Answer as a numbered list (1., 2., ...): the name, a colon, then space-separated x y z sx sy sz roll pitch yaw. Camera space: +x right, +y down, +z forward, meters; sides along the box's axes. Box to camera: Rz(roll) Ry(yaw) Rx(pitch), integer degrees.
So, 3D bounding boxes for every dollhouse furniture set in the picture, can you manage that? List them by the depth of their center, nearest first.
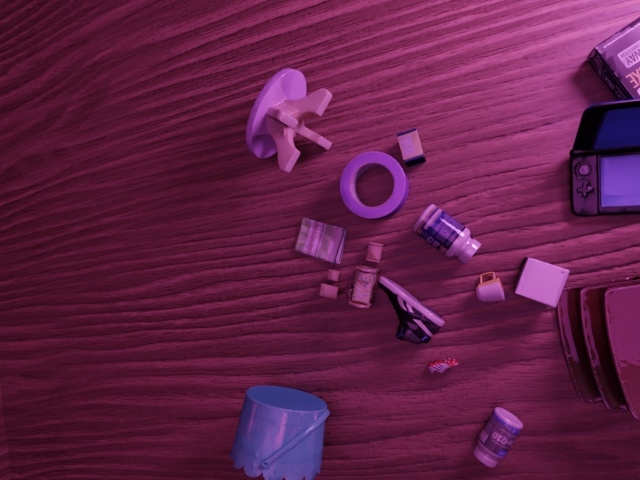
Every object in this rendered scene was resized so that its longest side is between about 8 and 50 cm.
1. dollhouse furniture set: 0.083 0.087 1.263 0.160 0.101 0.182 10 93 15

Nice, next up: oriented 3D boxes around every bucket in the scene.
1. bucket: -0.111 0.540 1.247 0.281 0.281 0.183 9 85 18

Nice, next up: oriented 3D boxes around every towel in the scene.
1. towel: 0.000 0.000 1.337 0.152 0.023 0.113 17 94 18

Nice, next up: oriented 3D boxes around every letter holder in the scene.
1. letter holder: 0.703 0.254 1.037 0.214 0.152 0.302 -13 86 20

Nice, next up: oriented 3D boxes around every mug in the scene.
1. mug: 0.455 0.132 1.175 0.064 0.078 0.062 -16 118 26

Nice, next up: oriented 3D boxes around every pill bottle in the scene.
1. pill bottle: 0.465 0.520 1.152 0.078 0.078 0.137 28 99 16
2. pill bottle: 0.344 -0.015 1.184 0.169 0.094 0.094 39 101 15

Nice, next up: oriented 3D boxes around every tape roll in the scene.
1. tape roll: 0.156 -0.155 1.256 0.188 0.080 0.189 0 89 19

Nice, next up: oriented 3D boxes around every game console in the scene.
1. game console: 0.752 -0.185 1.001 0.293 0.173 0.250 -2 93 19

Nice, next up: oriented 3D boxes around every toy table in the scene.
1. toy table: -0.087 -0.344 1.265 0.161 0.252 0.274 35 112 31

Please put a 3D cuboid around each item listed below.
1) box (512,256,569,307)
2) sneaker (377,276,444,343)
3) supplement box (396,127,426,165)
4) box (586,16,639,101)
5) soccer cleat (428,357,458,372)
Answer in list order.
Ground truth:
1. box: 0.560 0.104 1.116 0.101 0.087 0.101 20 96 17
2. sneaker: 0.226 0.208 1.231 0.217 0.079 0.121 38 100 13
3. supplement box: 0.255 -0.258 1.220 0.056 0.083 0.083 -15 86 17
4. box: 0.849 -0.443 1.026 0.307 0.076 0.243 -33 81 15
5. soccer cleat: 0.344 0.352 1.220 0.083 0.029 0.036 -14 94 21
